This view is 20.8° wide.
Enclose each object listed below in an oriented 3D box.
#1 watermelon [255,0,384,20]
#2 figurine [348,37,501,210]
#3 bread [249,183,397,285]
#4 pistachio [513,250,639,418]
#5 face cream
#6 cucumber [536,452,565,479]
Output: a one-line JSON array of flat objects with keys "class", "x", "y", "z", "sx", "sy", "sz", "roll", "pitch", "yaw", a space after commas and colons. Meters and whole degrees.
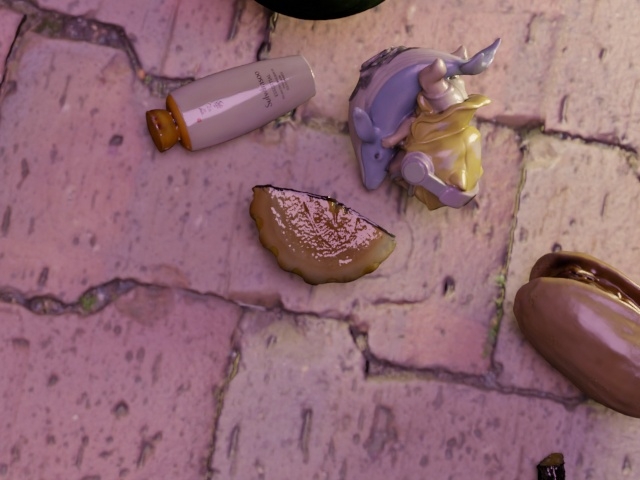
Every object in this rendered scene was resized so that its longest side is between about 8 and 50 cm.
[{"class": "watermelon", "x": 0.000, "y": -0.348, "z": 1.804, "sx": 0.242, "sy": 0.242, "sz": 0.242, "roll": 2, "pitch": 79, "yaw": -11}, {"class": "figurine", "x": 0.115, "y": -0.127, "z": 1.831, "sx": 0.184, "sy": 0.128, "sz": 0.208, "roll": 47, "pitch": 115, "yaw": 0}, {"class": "bread", "x": 0.000, "y": 0.000, "z": 1.818, "sx": 0.157, "sy": 0.083, "sz": 0.094, "roll": 8, "pitch": 81, "yaw": -8}, {"class": "pistachio", "x": 0.298, "y": 0.101, "z": 1.846, "sx": 0.206, "sy": 0.131, "sz": 0.129, "roll": 39, "pitch": 30, "yaw": 3}, {"class": "face cream", "x": -0.094, "y": -0.145, "z": 1.843, "sx": 0.182, "sy": 0.051, "sz": 0.072, "roll": -21, "pitch": 88, "yaw": -13}, {"class": "cucumber", "x": 0.242, "y": 0.290, "z": 1.838, "sx": 0.034, "sy": 0.033, "sz": 0.135, "roll": 13, "pitch": 77, "yaw": -42}]
